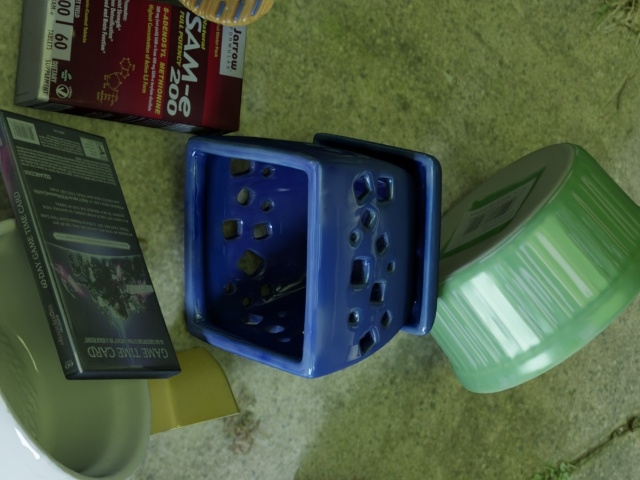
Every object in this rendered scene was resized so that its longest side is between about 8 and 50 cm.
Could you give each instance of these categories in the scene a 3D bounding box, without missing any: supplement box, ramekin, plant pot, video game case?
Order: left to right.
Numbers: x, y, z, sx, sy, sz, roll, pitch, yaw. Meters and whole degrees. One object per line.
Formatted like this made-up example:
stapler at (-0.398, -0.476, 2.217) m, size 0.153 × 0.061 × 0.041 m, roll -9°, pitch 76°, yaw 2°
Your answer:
ramekin at (-0.297, 0.129, 1.431) m, size 0.277 × 0.135 × 0.277 m, roll 51°, pitch 25°, yaw -35°
video game case at (-0.236, 0.009, 1.489) m, size 0.196 × 0.026 × 0.274 m, roll 11°, pitch 57°, yaw -67°
supplement box at (-0.202, -0.193, 1.599) m, size 0.239 × 0.073 × 0.130 m, roll 6°, pitch 86°, yaw -32°
plant pot at (-0.149, 0.163, 1.623) m, size 0.081 × 0.081 × 0.083 m, roll -10°, pitch 84°, yaw -31°
plant pot at (0.000, 0.000, 1.615) m, size 0.212 × 0.236 × 0.236 m, roll -10°, pitch 106°, yaw -38°
ramekin at (0.239, 0.023, 1.739) m, size 0.148 × 0.303 × 0.303 m, roll 49°, pitch 66°, yaw -12°

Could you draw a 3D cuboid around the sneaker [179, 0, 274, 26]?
sneaker at (-0.180, -0.335, 1.610) m, size 0.296 × 0.131 × 0.112 m, roll 34°, pitch 111°, yaw -8°
